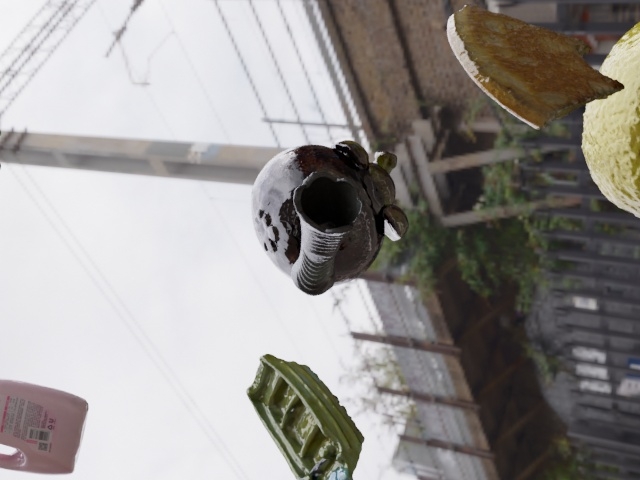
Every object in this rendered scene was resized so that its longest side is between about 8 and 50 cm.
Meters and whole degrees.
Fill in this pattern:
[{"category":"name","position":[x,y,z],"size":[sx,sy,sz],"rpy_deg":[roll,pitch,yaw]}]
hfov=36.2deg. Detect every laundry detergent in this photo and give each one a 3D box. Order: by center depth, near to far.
[{"category":"laundry detergent","position":[-0.567,0.302,1.645],"size":[0.088,0.335,0.159],"rpy_deg":[-121,43,-78]}]

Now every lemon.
[{"category":"lemon","position":[0.470,-0.163,1.234],"size":[0.268,0.268,0.322],"rpy_deg":[34,-112,-58]}]

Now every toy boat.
[{"category":"toy boat","position":[-0.014,0.286,1.475],"size":[0.084,0.276,0.111],"rpy_deg":[6,-61,-38]}]

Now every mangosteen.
[{"category":"mangosteen","position":[0.009,-0.057,2.096],"size":[0.330,0.330,0.330],"rpy_deg":[-20,-67,-58]}]

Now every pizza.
[{"category":"pizza","position":[0.232,-0.192,1.060],"size":[0.262,0.181,0.034],"rpy_deg":[-14,-35,-46]}]

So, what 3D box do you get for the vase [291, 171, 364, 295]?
[{"category":"vase","position":[0.000,0.000,1.578],"size":[0.237,0.115,0.115],"rpy_deg":[104,-170,-59]}]
